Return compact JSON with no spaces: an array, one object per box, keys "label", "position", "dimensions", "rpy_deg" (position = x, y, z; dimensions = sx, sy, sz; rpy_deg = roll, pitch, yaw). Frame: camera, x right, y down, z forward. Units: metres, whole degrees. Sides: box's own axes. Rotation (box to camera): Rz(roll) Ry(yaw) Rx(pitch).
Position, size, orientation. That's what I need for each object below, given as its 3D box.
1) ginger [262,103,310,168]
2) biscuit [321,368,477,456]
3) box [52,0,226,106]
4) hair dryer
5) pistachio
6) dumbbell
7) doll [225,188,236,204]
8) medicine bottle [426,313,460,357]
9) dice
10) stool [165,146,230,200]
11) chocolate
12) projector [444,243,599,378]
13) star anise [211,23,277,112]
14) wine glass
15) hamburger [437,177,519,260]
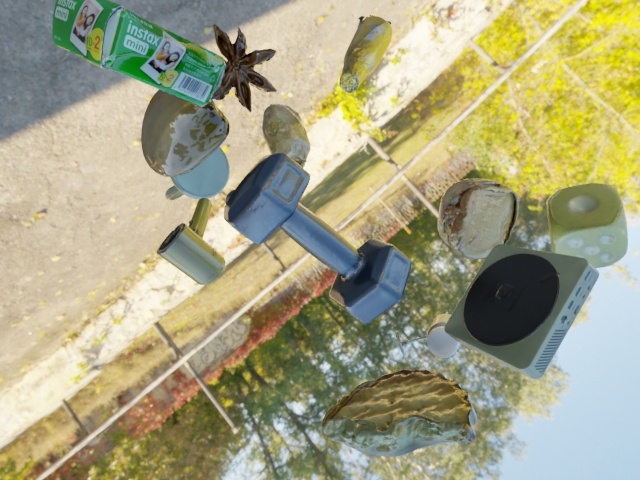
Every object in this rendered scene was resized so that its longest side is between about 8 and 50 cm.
[{"label":"ginger","position":[-0.109,-0.336,1.381],"dimensions":[0.152,0.267,0.138],"rpy_deg":[17,141,-43]},{"label":"biscuit","position":[0.191,0.391,0.978],"dimensions":[0.329,0.078,0.335],"rpy_deg":[-20,-171,-29]},{"label":"box","position":[-0.312,-0.333,0.770],"dimensions":[0.250,0.180,0.103],"rpy_deg":[1,115,-62]},{"label":"hair dryer","position":[-0.297,-0.017,1.079],"dimensions":[0.090,0.135,0.279],"rpy_deg":[-38,-152,19]},{"label":"pistachio","position":[-0.389,-0.305,1.196],"dimensions":[0.260,0.213,0.163],"rpy_deg":[-44,-178,2]},{"label":"dumbbell","position":[0.000,0.000,0.733],"dimensions":[0.144,0.325,0.160],"rpy_deg":[-52,-159,-3]},{"label":"doll","position":[-0.286,-0.144,1.576],"dimensions":[0.151,0.114,0.085],"rpy_deg":[-1,-144,40]},{"label":"medicine bottle","position":[0.386,0.295,1.355],"dimensions":[0.103,0.103,0.186],"rpy_deg":[-42,169,16]},{"label":"dice","position":[0.702,-0.036,1.157],"dimensions":[0.169,0.169,0.166],"rpy_deg":[-7,-134,27]},{"label":"stool","position":[-0.427,-0.234,1.445],"dimensions":[0.195,0.195,0.198],"rpy_deg":[-16,-167,-32]},{"label":"chocolate","position":[0.087,-0.367,0.873],"dimensions":[0.086,0.085,0.219],"rpy_deg":[-50,-165,52]},{"label":"projector","position":[0.429,0.143,0.954],"dimensions":[0.257,0.079,0.259],"rpy_deg":[-57,-160,-6]},{"label":"star anise","position":[-0.209,-0.440,1.130],"dimensions":[0.196,0.213,0.111],"rpy_deg":[0,177,2]},{"label":"wine glass","position":[0.425,0.386,1.745],"dimensions":[0.232,0.156,0.156],"rpy_deg":[-18,175,8]},{"label":"hamburger","position":[0.479,-0.062,1.320],"dimensions":[0.243,0.286,0.146],"rpy_deg":[-40,-150,4]}]
